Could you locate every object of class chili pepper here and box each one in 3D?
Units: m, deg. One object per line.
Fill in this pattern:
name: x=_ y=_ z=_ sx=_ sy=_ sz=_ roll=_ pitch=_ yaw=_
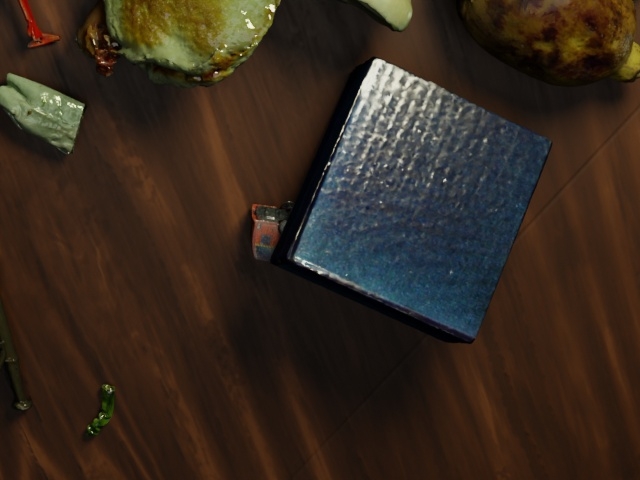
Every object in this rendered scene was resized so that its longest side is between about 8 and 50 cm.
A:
chili pepper: x=-0.299 y=0.237 z=1.806 sx=0.027 sy=0.022 sz=0.083 roll=10 pitch=109 yaw=-42

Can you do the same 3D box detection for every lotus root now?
lotus root: x=0.283 y=-0.281 z=1.615 sx=0.314 sy=0.141 sz=0.169 roll=28 pitch=131 yaw=-13

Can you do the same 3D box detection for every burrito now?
burrito: x=-0.356 y=-0.161 z=1.666 sx=0.118 sy=0.044 sz=0.074 roll=24 pitch=108 yaw=-15

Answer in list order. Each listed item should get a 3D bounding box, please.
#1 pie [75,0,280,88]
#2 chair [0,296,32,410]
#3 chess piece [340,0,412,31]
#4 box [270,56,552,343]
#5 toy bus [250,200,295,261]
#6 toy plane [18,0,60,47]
pie: x=-0.159 y=-0.316 z=1.571 sx=0.257 sy=0.105 sz=0.275 roll=14 pitch=96 yaw=23
chair: x=-0.546 y=0.061 z=1.570 sx=0.361 sy=0.364 sz=0.410 roll=2 pitch=102 yaw=-5
chess piece: x=0.104 y=-0.431 z=1.559 sx=0.182 sy=0.182 sz=0.330 roll=28 pitch=97 yaw=-12
box: x=0.114 y=-0.046 z=1.656 sx=0.261 sy=0.116 sz=0.279 roll=25 pitch=80 yaw=-12
toy bus: x=0.000 y=0.000 z=1.732 sx=0.192 sy=0.065 sz=0.077 roll=8 pitch=113 yaw=-7
toy plane: x=-0.385 y=-0.324 z=1.601 sx=0.126 sy=0.077 sz=0.194 roll=6 pitch=116 yaw=3
